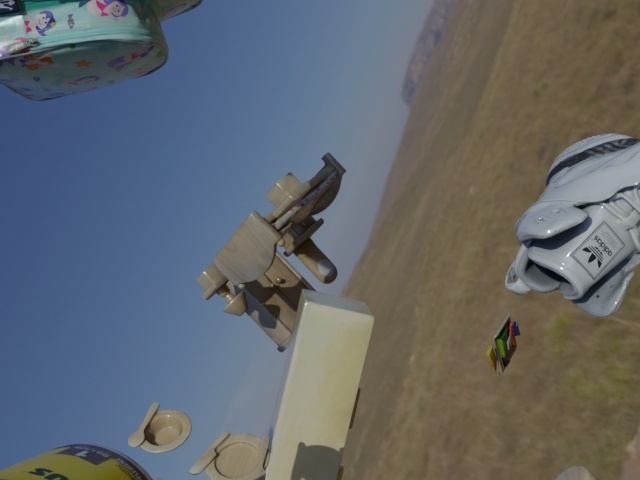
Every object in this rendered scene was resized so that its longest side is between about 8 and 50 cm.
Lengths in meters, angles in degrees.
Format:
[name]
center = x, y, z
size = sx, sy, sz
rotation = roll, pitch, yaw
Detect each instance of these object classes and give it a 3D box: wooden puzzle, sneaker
[wooden puzzle]
center = 0.274, 0.153, 1.241
size = 0.116, 0.014, 0.078
rotation = -51, -46, -43
[sneaker]
center = 0.341, -0.035, 0.844
size = 0.210, 0.137, 0.366
rotation = -49, 14, -29

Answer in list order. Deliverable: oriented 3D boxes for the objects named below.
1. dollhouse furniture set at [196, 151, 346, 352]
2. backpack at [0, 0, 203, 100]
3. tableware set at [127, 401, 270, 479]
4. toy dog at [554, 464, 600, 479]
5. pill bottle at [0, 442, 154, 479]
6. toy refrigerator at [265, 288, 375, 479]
[dollhouse furniture set]
center = 0.000, 0.000, 1.275
size = 0.303, 0.174, 0.355
rotation = -43, -1, -42
[backpack]
center = -0.240, -0.255, 0.843
size = 0.225, 0.253, 0.191
rotation = 171, 78, -88
[tableware set]
center = -0.136, 0.222, 0.796
size = 0.141, 0.168, 0.020
rotation = -57, -33, -47
[toy dog]
center = 0.347, 0.448, 1.073
size = 0.161, 0.220, 0.334
rotation = 130, 161, -59
[pill bottle]
center = -0.170, 0.183, 0.439
size = 0.117, 0.117, 0.215
rotation = -69, -14, 4
[toy refrigerator]
center = -0.006, 0.204, 1.020
size = 0.102, 0.094, 0.269
rotation = -126, 49, -84
